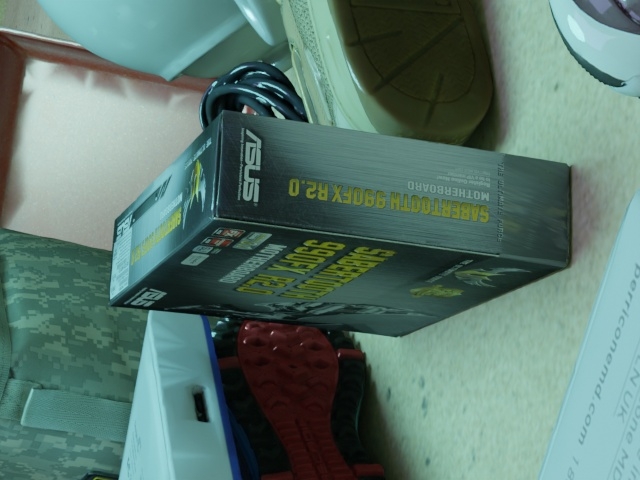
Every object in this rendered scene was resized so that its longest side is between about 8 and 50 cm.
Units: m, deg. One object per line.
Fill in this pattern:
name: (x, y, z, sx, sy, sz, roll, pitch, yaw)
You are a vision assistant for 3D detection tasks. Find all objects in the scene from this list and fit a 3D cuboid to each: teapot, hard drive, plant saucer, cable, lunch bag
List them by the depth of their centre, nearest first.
hard drive: (-0.102, 0.229, 1.040, 0.210, 0.040, 0.319, -109, 28, -59)
cable: (-0.027, -0.035, 1.166, 0.184, 0.047, 0.150, 56, 158, 25)
teapot: (-0.076, -0.198, 1.216, 0.252, 0.256, 0.187, -32, 95, 42)
lunch bag: (-0.149, 0.106, 1.240, 0.287, 0.235, 0.169, -145, 68, -70)
plant saucer: (-0.178, -0.033, 1.452, 0.048, 0.259, 0.258, -16, -63, -69)

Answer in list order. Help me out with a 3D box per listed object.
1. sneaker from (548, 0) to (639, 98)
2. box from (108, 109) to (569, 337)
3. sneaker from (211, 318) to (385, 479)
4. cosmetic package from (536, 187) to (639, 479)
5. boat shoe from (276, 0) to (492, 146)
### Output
sneaker: (0.148, -0.206, 0.705, 0.162, 0.106, 0.281, -52, 45, 47)
box: (0.000, 0.000, 0.915, 0.231, 0.183, 0.056, 149, 127, -67)
sneaker: (-0.025, 0.151, 1.065, 0.262, 0.104, 0.125, -105, 26, -50)
cosmetic package: (0.188, 0.143, 0.250, 0.385, 0.217, 0.156, -124, 44, -61)
boat shoe: (0.014, -0.177, 1.034, 0.110, 0.121, 0.341, 123, 148, -52)
